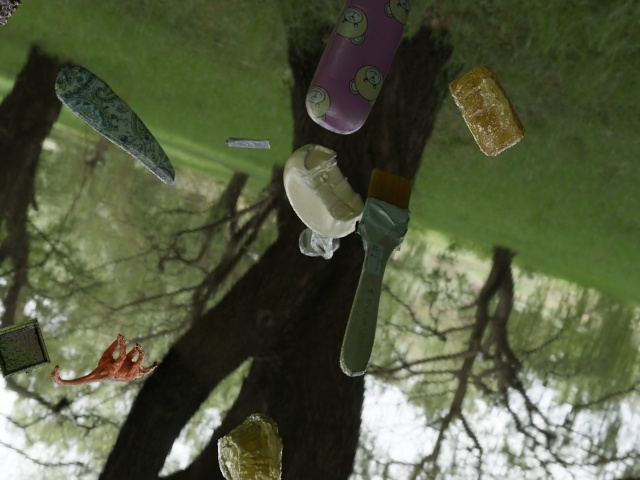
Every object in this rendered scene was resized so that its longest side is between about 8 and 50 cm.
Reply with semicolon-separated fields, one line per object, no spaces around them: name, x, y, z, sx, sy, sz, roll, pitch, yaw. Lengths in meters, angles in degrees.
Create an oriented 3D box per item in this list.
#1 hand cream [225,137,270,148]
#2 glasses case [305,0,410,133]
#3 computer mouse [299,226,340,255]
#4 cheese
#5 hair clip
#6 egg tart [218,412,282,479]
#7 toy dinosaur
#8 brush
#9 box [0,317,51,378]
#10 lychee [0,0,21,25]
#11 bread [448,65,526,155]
hand cream;-0.151;-0.201;1.654;0.093;0.019;0.030;4;148;0
glasses case;0.073;-0.352;1.498;0.123;0.316;0.076;26;168;-16
computer mouse;0.001;0.001;1.638;0.096;0.066;0.039;-8;165;26
cheese;-0.008;-0.064;1.385;0.163;0.071;0.249;48;156;4
hair clip;-0.283;-0.160;1.136;0.036;0.066;0.229;-6;138;44
egg tart;-0.150;0.462;1.636;0.098;0.232;0.252;3;-159;-23
toy dinosaur;-0.371;0.220;1.421;0.055;0.101;0.279;20;176;32
brush;0.081;0.043;1.187;0.085;0.337;0.020;20;154;-16
box;-0.500;0.181;1.324;0.079;0.083;0.035;-18;-172;-21
lychee;-0.772;-0.563;1.648;0.330;0.306;0.306;15;180;13
bread;0.253;-0.197;1.199;0.074;0.132;0.053;-25;-174;33
